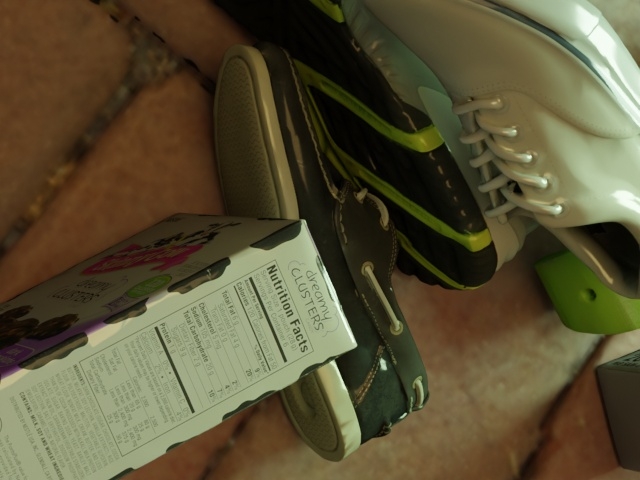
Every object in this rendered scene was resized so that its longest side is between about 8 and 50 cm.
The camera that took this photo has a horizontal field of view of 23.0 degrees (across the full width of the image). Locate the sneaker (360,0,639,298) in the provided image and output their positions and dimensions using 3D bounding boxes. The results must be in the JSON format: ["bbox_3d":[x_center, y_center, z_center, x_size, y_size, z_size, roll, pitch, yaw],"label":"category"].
[{"bbox_3d":[0.109,-0.054,0.771,0.258,0.094,0.091,33,71,-33],"label":"sneaker"}]

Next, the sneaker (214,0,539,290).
[{"bbox_3d":[0.025,-0.164,0.848,0.147,0.145,0.384,-39,116,-27],"label":"sneaker"}]

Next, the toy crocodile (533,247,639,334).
[{"bbox_3d":[0.267,-0.064,0.975,0.340,0.105,0.115,-47,107,-23],"label":"toy crocodile"}]

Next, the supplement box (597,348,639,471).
[{"bbox_3d":[0.308,0.076,0.969,0.239,0.130,0.073,-18,97,-25],"label":"supplement box"}]

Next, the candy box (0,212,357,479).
[{"bbox_3d":[-0.108,0.058,0.757,0.196,0.165,0.070,-28,103,-23],"label":"candy box"}]

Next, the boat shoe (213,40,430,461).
[{"bbox_3d":[0.000,0.000,0.854,0.079,0.084,0.233,-23,106,-23],"label":"boat shoe"}]
